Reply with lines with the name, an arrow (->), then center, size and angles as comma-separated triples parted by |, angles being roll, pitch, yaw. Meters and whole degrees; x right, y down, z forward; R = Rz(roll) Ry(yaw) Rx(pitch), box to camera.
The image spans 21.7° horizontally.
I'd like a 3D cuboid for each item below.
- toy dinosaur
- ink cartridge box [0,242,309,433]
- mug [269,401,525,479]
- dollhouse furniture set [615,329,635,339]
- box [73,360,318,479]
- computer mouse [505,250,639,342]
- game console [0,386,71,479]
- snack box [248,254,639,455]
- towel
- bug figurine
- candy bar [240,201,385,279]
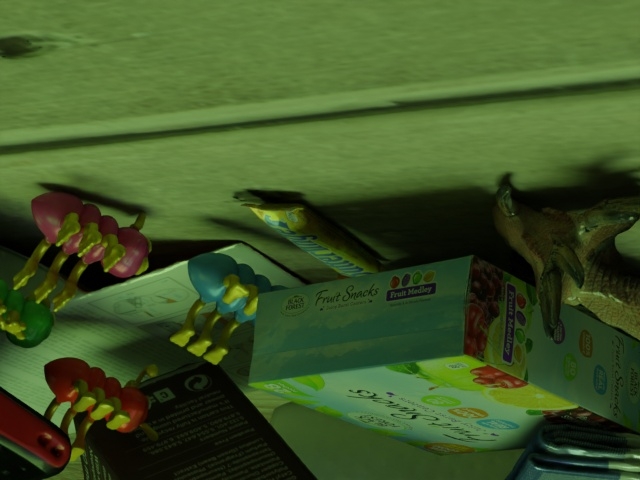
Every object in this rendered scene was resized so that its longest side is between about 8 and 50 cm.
toy dinosaur -> 0.230, 0.022, 0.905 | 0.296, 0.127, 0.200 | -24, 116, 40
ink cartridge box -> -0.167, 0.062, 1.400 | 0.385, 0.091, 0.308 | -16, 156, 21
mug -> 0.081, 0.316, 1.616 | 0.328, 0.374, 0.276 | 15, 130, 2
dollhouse furniture set -> 0.163, 0.220, 1.358 | 0.198, 0.303, 0.286 | -2, 176, -6
box -> -0.048, 0.281, 1.279 | 0.143, 0.191, 0.381 | -20, -143, -25
computer mouse -> 0.138, 0.051, 1.174 | 0.184, 0.060, 0.262 | 16, 156, -28
game console -> -0.401, 0.104, 1.296 | 0.342, 0.060, 0.386 | 34, 151, -20
snack box -> 0.086, 0.081, 1.077 | 0.174, 0.070, 0.207 | -11, 154, 39
towel -> 0.254, 0.189, 1.136 | 0.285, 0.034, 0.209 | 6, 148, -7
bug figurine -> -0.149, 0.055, 1.194 | 0.216, 0.072, 0.279 | 33, 135, -25
candy bar -> 0.000, 0.000, 1.125 | 0.040, 0.018, 0.161 | 2, 163, 26
